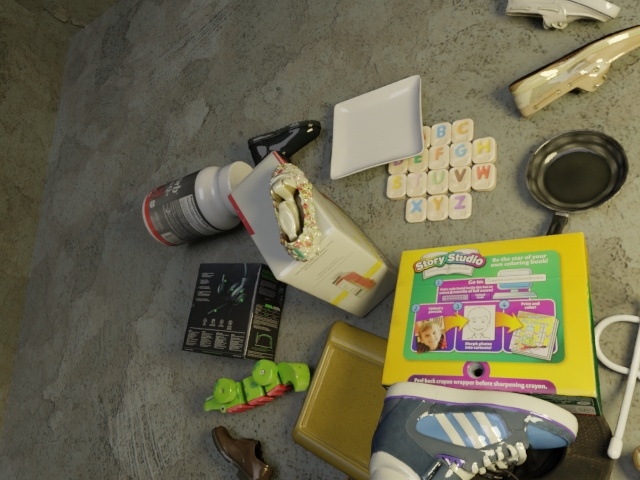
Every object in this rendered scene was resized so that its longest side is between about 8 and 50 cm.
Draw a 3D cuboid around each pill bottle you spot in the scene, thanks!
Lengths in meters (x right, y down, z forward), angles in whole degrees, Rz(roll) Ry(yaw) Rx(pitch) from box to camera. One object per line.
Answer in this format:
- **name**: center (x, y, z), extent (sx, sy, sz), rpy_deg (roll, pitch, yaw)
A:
- **pill bottle**: center (-0.376, -0.118, 1.529), extent (0.363, 0.210, 0.210), rpy_deg (-16, 65, 27)

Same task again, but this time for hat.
- **hat**: center (0.358, 0.385, 0.894), extent (0.332, 0.133, 0.331), rpy_deg (-12, 43, 12)

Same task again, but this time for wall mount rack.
- **wall mount rack**: center (0.632, 0.247, 0.785), extent (0.350, 0.130, 0.303), rpy_deg (11, 78, 36)

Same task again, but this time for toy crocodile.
- **toy crocodile**: center (-0.172, 0.398, 1.263), extent (0.341, 0.115, 0.105), rpy_deg (-29, 60, 21)

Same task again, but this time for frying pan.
- **frying pan**: center (0.552, -0.088, 1.009), extent (0.198, 0.053, 0.325), rpy_deg (-10, 67, 30)

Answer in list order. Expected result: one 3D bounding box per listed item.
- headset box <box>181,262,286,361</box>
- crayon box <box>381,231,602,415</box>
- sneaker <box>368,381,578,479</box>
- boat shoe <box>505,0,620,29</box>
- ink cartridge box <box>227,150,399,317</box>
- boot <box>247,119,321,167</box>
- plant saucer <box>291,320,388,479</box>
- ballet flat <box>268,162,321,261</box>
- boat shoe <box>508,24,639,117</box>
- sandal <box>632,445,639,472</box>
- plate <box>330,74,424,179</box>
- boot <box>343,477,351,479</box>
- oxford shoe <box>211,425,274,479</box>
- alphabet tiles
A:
- **headset box**: center (-0.245, 0.196, 1.376), extent (0.247, 0.131, 0.282), rpy_deg (-3, 71, 33)
- **crayon box**: center (0.322, 0.155, 0.922), extent (0.363, 0.106, 0.312), rpy_deg (-7, 51, 32)
- **sneaker**: center (0.240, 0.371, 0.765), extent (0.323, 0.130, 0.236), rpy_deg (4, 52, 17)
- **boat shoe**: center (0.575, -0.558, 1.151), extent (0.268, 0.096, 0.088), rpy_deg (34, 121, 31)
- **ink cartridge box**: center (0.000, 0.000, 1.134), extent (0.160, 0.385, 0.279), rpy_deg (-43, 55, 9)
- **boot**: center (-0.095, -0.242, 1.469), extent (0.247, 0.094, 0.207), rpy_deg (-16, 80, 6)
- **plant saucer**: center (0.091, 0.387, 1.119), extent (0.333, 0.081, 0.332), rpy_deg (16, 81, 36)
- **ballet flat**: center (-0.057, -0.070, 0.911), extent (0.091, 0.077, 0.240), rpy_deg (-31, 57, 16)
- **boat shoe**: center (0.593, -0.383, 1.074), extent (0.303, 0.109, 0.098), rpy_deg (-24, 101, 24)
- **sandal**: center (0.627, 0.383, 0.795), extent (0.180, 0.049, 0.072), rpy_deg (-2, 77, 17)
- **plate**: center (0.161, -0.310, 1.339), extent (0.278, 0.045, 0.277), rpy_deg (-13, 59, 29)
- **boot**: center (0.119, 0.654, 1.019), extent (0.264, 0.096, 0.280), rpy_deg (-46, 47, 20)
- **oxford shoe**: center (-0.203, 0.559, 1.258), extent (0.227, 0.082, 0.096), rpy_deg (29, 72, 36)
- **alphabet tiles**: center (0.306, -0.182, 1.226), extent (0.284, 0.021, 0.277), rpy_deg (-3, 71, 33)
